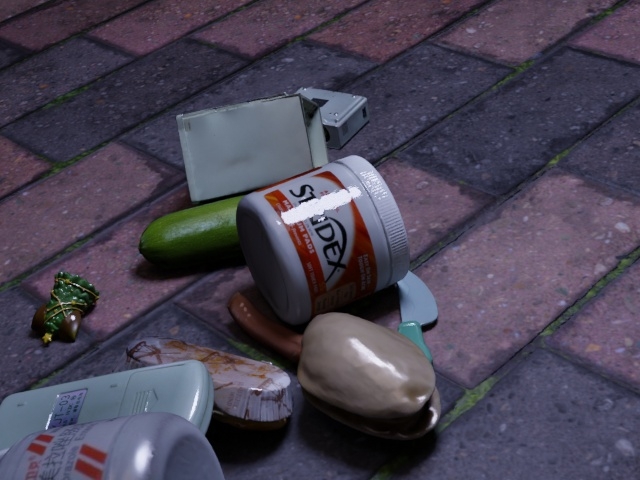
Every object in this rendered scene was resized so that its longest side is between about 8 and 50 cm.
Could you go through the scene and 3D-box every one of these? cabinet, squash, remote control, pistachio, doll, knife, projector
[{"bbox_3d":[-0.104,-0.149,1.755,0.206,0.150,0.145,-11,-2,11],"label":"cabinet"},{"bbox_3d":[-0.101,-0.027,1.702,0.379,0.101,0.101,-13,35,3],"label":"squash"},{"bbox_3d":[-0.268,0.222,1.306,0.297,0.056,0.140,-13,41,17],"label":"remote control"},{"bbox_3d":[0.056,0.168,1.362,0.152,0.126,0.223,-29,41,-23],"label":"pistachio"},{"bbox_3d":[-0.386,0.096,1.617,0.078,0.076,0.113,14,42,17],"label":"doll"},{"bbox_3d":[0.133,0.108,1.515,0.063,0.034,0.260,-6,32,9],"label":"knife"},{"bbox_3d":[-0.001,-0.231,1.997,0.147,0.061,0.115,13,43,30],"label":"projector"}]

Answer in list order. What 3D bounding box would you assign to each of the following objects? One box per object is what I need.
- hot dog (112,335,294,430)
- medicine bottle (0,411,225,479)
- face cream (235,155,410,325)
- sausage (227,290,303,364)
[{"bbox_3d":[-0.150,0.184,1.410,0.253,0.069,0.131,13,17,18],"label":"hot dog"},{"bbox_3d":[-0.267,0.318,1.130,0.306,0.245,0.245,-12,34,13],"label":"medicine bottle"},{"bbox_3d":[0.000,0.000,1.549,0.187,0.201,0.201,-22,37,-17],"label":"face cream"},{"bbox_3d":[-0.068,0.127,1.519,0.040,0.047,0.177,-31,42,-32],"label":"sausage"}]
